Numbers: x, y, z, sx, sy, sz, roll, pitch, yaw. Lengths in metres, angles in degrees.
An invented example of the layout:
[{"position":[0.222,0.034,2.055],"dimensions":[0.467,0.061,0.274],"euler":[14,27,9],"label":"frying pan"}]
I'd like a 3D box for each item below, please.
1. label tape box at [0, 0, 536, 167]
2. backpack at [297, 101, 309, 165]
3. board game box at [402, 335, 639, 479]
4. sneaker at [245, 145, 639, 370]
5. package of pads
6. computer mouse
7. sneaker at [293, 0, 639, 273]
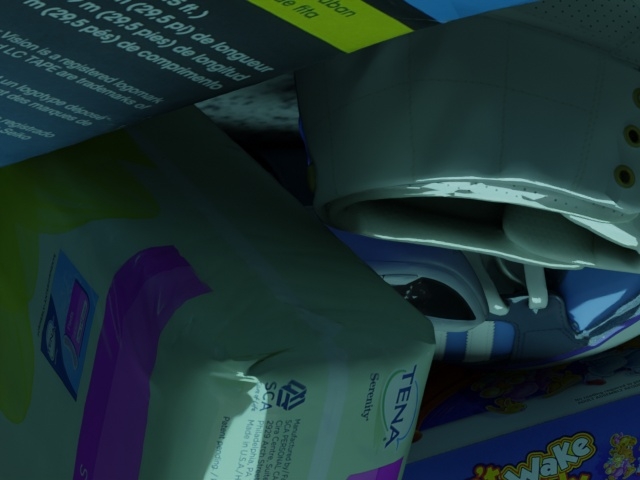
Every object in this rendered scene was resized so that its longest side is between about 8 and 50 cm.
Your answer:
[{"position":[-0.109,-0.111,0.464],"dimensions":[0.334,0.106,0.240],"euler":[-14,162,29],"label":"label tape box"},{"position":[0.050,-0.051,0.770],"dimensions":[0.120,0.101,0.098],"euler":[-2,158,0],"label":"backpack"},{"position":[0.108,0.100,1.046],"dimensions":[0.347,0.078,0.233],"euler":[-16,-159,-9],"label":"board game box"},{"position":[0.033,0.008,0.914],"dimensions":[0.323,0.130,0.236],"euler":[-9,170,32],"label":"sneaker"},{"position":[-0.082,0.069,0.663],"dimensions":[0.101,0.229,0.296],"euler":[-3,-151,-30],"label":"package of pads"},{"position":[0.000,0.000,0.809],"dimensions":[0.193,0.106,0.042],"euler":[10,116,-22],"label":"computer mouse"},{"position":[0.127,-0.068,0.607],"dimensions":[0.292,0.169,0.108],"euler":[-5,163,-9],"label":"sneaker"}]
